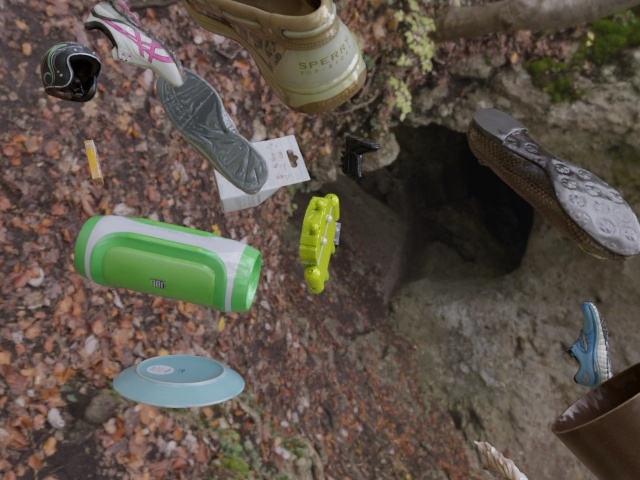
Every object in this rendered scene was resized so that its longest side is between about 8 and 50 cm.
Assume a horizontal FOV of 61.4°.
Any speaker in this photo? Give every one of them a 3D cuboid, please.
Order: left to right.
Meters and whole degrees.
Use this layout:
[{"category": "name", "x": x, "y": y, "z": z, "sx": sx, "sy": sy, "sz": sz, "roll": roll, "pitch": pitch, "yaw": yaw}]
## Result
[{"category": "speaker", "x": -0.258, "y": 0.040, "z": 0.934, "sx": 0.131, "sy": 0.296, "sz": 0.131, "roll": 12, "pitch": 90, "yaw": -88}]

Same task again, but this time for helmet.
[{"category": "helmet", "x": -0.759, "y": -0.519, "z": 1.639, "sx": 0.169, "sy": 0.169, "sz": 0.162, "roll": 14, "pitch": 80, "yaw": -55}]

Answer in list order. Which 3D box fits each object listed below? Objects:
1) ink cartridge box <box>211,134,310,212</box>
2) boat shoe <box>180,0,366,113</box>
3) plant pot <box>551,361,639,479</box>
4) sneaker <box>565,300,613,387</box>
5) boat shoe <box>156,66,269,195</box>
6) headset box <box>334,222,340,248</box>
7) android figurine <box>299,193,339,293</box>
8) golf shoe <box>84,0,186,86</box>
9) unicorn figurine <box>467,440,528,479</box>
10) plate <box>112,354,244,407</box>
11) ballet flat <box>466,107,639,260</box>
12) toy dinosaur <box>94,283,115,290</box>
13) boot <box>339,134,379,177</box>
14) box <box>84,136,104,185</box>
[{"category": "ink cartridge box", "x": -0.161, "y": -0.178, "z": 1.412, "sx": 0.066, "sy": 0.232, "sz": 0.189, "roll": 94, "pitch": -18, "yaw": -50}, {"category": "boat shoe", "x": -0.060, "y": -0.226, "z": 0.466, "sx": 0.285, "sy": 0.104, "sz": 0.089, "roll": 48, "pitch": -9, "yaw": 30}, {"category": "plant pot", "x": 0.499, "y": 0.315, "z": 0.773, "sx": 0.231, "sy": 0.215, "sz": 0.215, "roll": 55, "pitch": 27, "yaw": 18}, {"category": "sneaker", "x": 0.483, "y": 0.187, "z": 0.983, "sx": 0.063, "sy": 0.073, "sz": 0.162, "roll": 39, "pitch": 51, "yaw": -43}, {"category": "boat shoe", "x": -0.235, "y": -0.231, "z": 1.169, "sx": 0.118, "sy": 0.103, "sz": 0.320, "roll": -43, "pitch": 92, "yaw": -14}, {"category": "headset box", "x": 0.022, "y": -0.022, "z": 1.553, "sx": 0.062, "sy": 0.032, "sz": 0.084, "roll": 13, "pitch": 58, "yaw": -12}, {"category": "android figurine", "x": 0.000, "y": 0.000, "z": 1.351, "sx": 0.273, "sy": 0.056, "sz": 0.249, "roll": 80, "pitch": 21, "yaw": -60}, {"category": "golf shoe", "x": -0.320, "y": -0.332, "z": 0.944, "sx": 0.186, "sy": 0.067, "sz": 0.086, "roll": 44, "pitch": 78, "yaw": -20}, {"category": "unicorn figurine", "x": 0.235, "y": 0.307, "z": 0.612, "sx": 0.162, "sy": 0.111, "sz": 0.060, "roll": 48, "pitch": 69, "yaw": -14}, {"category": "plate", "x": -0.204, "y": 0.197, "z": 0.788, "sx": 0.188, "sy": 0.188, "sz": 0.024, "roll": -3, "pitch": 100, "yaw": -58}, {"category": "ballet flat", "x": 0.256, "y": -0.063, "z": 0.620, "sx": 0.084, "sy": 0.058, "sz": 0.250, "roll": -21, "pitch": 55, "yaw": -26}, {"category": "toy dinosaur", "x": -0.556, "y": 0.083, "z": 1.421, "sx": 0.183, "sy": 0.092, "sz": 0.053, "roll": 38, "pitch": 38, "yaw": -33}, {"category": "boot", "x": 0.098, "y": -0.210, "z": 1.374, "sx": 0.045, "sy": 0.121, "sz": 0.099, "roll": -11, "pitch": 116, "yaw": -39}, {"category": "box", "x": -0.692, "y": -0.243, "z": 1.646, "sx": 0.028, "sy": 0.081, "sz": 0.136, "roll": -15, "pitch": 84, "yaw": -17}]
